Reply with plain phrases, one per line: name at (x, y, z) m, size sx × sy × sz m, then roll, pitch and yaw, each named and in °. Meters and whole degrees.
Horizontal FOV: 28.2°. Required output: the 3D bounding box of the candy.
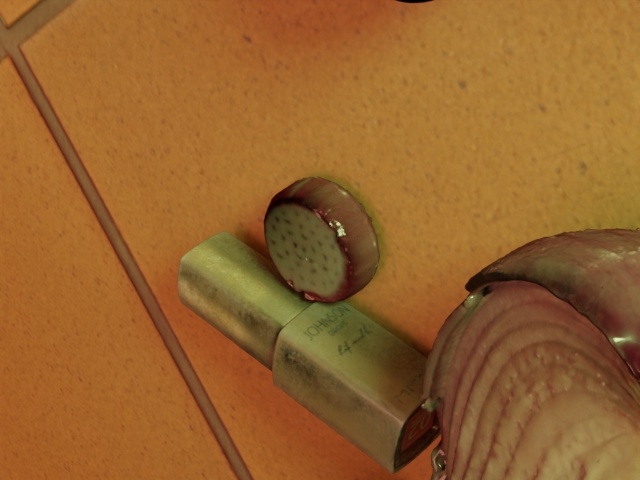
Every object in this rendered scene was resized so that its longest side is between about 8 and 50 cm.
candy at (0.000, 0.000, 1.013) m, size 0.103 × 0.043 × 0.103 m, roll 25°, pitch 131°, yaw 33°

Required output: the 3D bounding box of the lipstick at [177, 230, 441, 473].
lipstick at (-0.011, 0.084, 1.051) m, size 0.253 × 0.079 × 0.077 m, roll 33°, pitch 138°, yaw 26°

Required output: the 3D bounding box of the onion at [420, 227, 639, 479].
onion at (0.184, 0.137, 0.828) m, size 0.267 × 0.159 × 0.348 m, roll 62°, pitch 150°, yaw 12°

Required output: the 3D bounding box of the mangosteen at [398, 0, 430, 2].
mangosteen at (0.064, -0.215, 0.751) m, size 0.151 × 0.137 × 0.137 m, roll -23°, pitch 99°, yaw 17°
